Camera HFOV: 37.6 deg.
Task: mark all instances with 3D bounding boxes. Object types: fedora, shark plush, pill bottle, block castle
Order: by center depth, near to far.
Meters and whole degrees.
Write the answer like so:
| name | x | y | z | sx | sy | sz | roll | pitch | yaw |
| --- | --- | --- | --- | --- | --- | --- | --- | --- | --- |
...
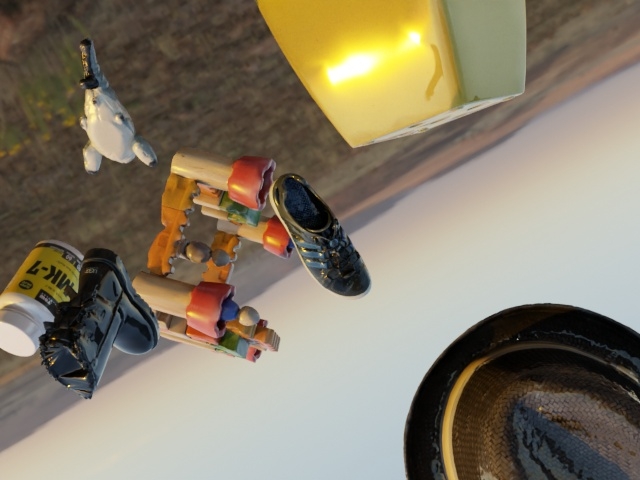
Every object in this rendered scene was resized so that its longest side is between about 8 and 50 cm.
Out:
| name | x | y | z | sx | sy | sz | roll | pitch | yaw |
| --- | --- | --- | --- | --- | --- | --- | --- | --- | --- |
| fedora | 0.242 | 0.219 | 0.875 | 0.334 | 0.334 | 0.152 | -29 | 175 | 0 |
| shark plush | -0.222 | -0.132 | 0.946 | 0.073 | 0.067 | 0.161 | -14 | 140 | 10 |
| block castle | -0.145 | 0.045 | 1.642 | 0.453 | 0.212 | 0.303 | 70 | 36 | -76 |
| pill bottle | -0.532 | 0.108 | 1.776 | 0.119 | 0.119 | 0.208 | -29 | -152 | 42 |

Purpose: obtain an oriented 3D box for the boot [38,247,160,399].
| name | x | y | z | sx | sy | sz | roll | pitch | yaw |
| --- | --- | --- | --- | --- | --- | --- | --- | --- | --- |
| boot | -0.168 | 0.076 | 0.723 | 0.045 | 0.121 | 0.099 | -3 | -136 | 14 |

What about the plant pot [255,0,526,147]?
| name | x | y | z | sx | sy | sz | roll | pitch | yaw |
| --- | --- | --- | --- | --- | --- | --- | --- | --- | --- |
| plant pot | 0.095 | -0.211 | 0.969 | 0.212 | 0.187 | 0.212 | -18 | -179 | 39 |

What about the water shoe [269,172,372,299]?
| name | x | y | z | sx | sy | sz | roll | pitch | yaw |
| --- | --- | --- | --- | --- | --- | --- | --- | --- | --- |
| water shoe | 0.000 | 0.000 | 1.272 | 0.073 | 0.203 | 0.080 | -39 | -173 | -9 |
